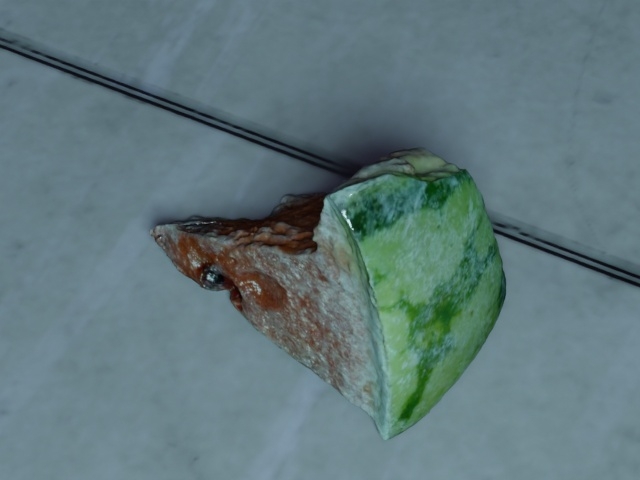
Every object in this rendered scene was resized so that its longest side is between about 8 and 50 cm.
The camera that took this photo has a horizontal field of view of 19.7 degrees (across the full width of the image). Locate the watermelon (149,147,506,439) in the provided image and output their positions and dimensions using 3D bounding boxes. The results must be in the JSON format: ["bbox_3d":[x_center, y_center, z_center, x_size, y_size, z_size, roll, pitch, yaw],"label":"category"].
[{"bbox_3d":[0.016,0.019,0.837,0.158,0.121,0.098,-11,22,50],"label":"watermelon"}]
